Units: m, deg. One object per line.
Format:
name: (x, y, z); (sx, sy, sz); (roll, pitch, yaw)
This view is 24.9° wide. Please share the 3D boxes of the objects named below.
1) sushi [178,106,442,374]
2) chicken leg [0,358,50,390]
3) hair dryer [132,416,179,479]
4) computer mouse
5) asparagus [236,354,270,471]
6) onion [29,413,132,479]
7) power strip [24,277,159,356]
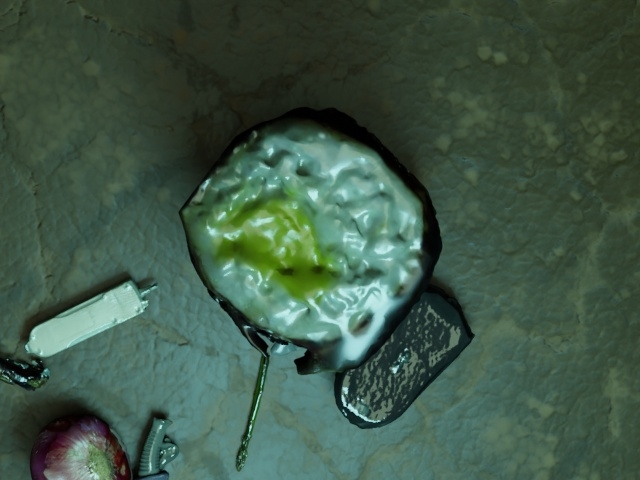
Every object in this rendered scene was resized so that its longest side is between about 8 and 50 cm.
sushi: (0.001, -0.001, 1.763); (0.281, 0.294, 0.299); (-29, 89, 5)
chicken leg: (-0.455, 0.167, 1.809); (0.253, 0.051, 0.106); (-9, 103, -38)
hair dryer: (-0.166, 0.406, 1.909); (0.301, 0.121, 0.361); (-11, 92, -15)
computer mouse: (0.104, 0.155, 1.922); (0.122, 0.073, 0.217); (45, 84, -10)
asparagus: (-0.090, 0.230, 1.935); (0.013, 0.016, 0.166); (10, 94, -42)
onion: (-0.327, 0.304, 1.871); (0.140, 0.150, 0.150); (-27, 101, 36)
power strip: (-0.297, 0.099, 1.885); (0.191, 0.030, 0.047); (-26, 97, -4)
